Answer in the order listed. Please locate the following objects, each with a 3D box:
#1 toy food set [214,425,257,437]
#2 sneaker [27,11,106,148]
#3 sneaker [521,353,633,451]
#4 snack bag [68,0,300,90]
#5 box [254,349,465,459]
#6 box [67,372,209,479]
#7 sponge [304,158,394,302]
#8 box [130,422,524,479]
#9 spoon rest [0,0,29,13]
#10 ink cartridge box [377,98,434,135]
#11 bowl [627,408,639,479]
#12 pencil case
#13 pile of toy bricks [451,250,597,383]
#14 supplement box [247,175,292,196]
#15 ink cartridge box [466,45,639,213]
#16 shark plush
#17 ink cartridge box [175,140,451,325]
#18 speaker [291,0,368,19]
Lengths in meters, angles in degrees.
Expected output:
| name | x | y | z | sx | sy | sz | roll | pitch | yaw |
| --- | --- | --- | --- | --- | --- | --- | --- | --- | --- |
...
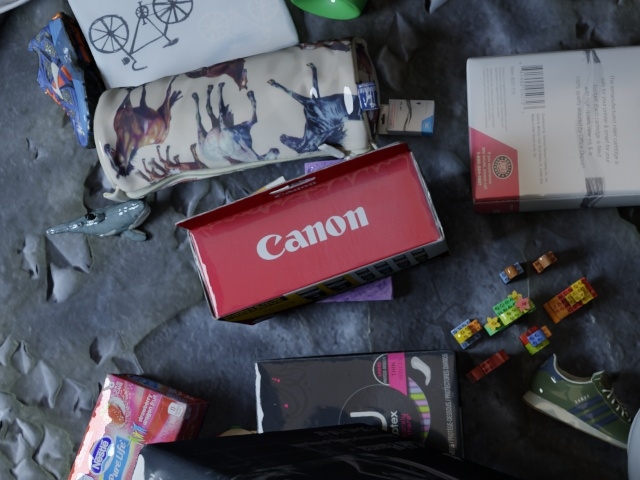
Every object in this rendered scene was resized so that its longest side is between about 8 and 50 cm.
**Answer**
| name | x | y | z | sx | sy | sz | roll | pitch | yaw |
| --- | --- | --- | --- | --- | --- | --- | --- | --- | --- |
| toy food set | -0.119 | 0.310 | 1.461 | 0.083 | 0.020 | 0.083 | 10 | 85 | 10 |
| sneaker | -0.383 | -0.236 | 1.554 | 0.087 | 0.083 | 0.221 | -25 | 73 | 17 |
| sneaker | 0.376 | 0.219 | 1.371 | 0.192 | 0.064 | 0.086 | 24 | 92 | 14 |
| snack bag | -0.221 | -0.387 | 1.549 | 0.323 | 0.037 | 0.342 | -23 | 88 | 3 |
| box | 0.057 | 0.236 | 1.380 | 0.271 | 0.143 | 0.165 | -5 | 82 | 9 |
| box | -0.269 | 0.326 | 1.430 | 0.128 | 0.122 | 0.256 | 19 | 86 | 10 |
| sponge | 0.042 | -0.014 | 1.473 | 0.117 | 0.031 | 0.210 | -5 | 83 | 9 |
| box | 0.107 | 0.391 | 0.989 | 0.472 | 0.480 | 0.297 | 16 | 91 | 28 |
| spoon rest | -0.506 | -0.374 | 1.581 | 0.137 | 0.084 | 0.276 | 26 | 88 | 11 |
| ink cartridge box | 0.124 | -0.180 | 1.483 | 0.083 | 0.028 | 0.048 | 3 | 83 | 10 |
| bowl | 0.488 | 0.269 | 1.284 | 0.298 | 0.134 | 0.297 | -3 | 97 | -29 |
| pencil case | -0.115 | -0.167 | 1.448 | 0.411 | 0.160 | 0.183 | -11 | 67 | 5 |
| pile of toy bricks | 0.268 | 0.099 | 1.384 | 0.212 | 0.105 | 0.118 | -36 | 79 | 3 |
| supplement box | -0.063 | -0.054 | 1.460 | 0.062 | 0.098 | 0.036 | -31 | 79 | 4 |
| ink cartridge box | 0.347 | -0.148 | 1.398 | 0.283 | 0.117 | 0.207 | -2 | 82 | 9 |
| shark plush | -0.330 | -0.039 | 1.516 | 0.161 | 0.067 | 0.073 | 1 | 83 | 9 |
| ink cartridge box | 0.000 | 0.000 | 1.323 | 0.310 | 0.272 | 0.130 | -20 | 80 | 8 |
| speaker | 0.041 | -0.483 | 1.486 | 0.131 | 0.131 | 0.296 | 13 | 85 | 10 |
